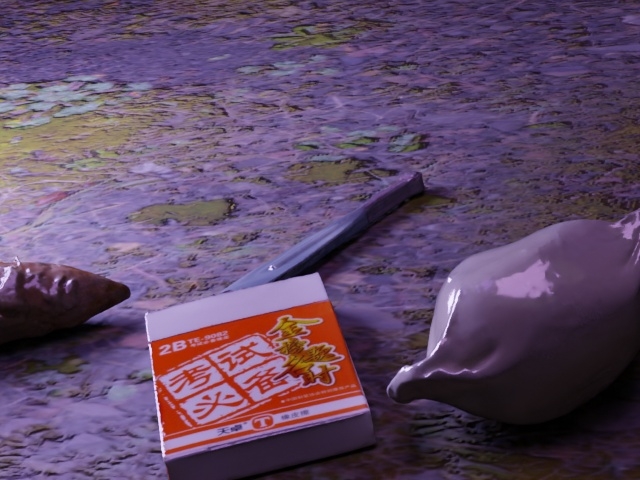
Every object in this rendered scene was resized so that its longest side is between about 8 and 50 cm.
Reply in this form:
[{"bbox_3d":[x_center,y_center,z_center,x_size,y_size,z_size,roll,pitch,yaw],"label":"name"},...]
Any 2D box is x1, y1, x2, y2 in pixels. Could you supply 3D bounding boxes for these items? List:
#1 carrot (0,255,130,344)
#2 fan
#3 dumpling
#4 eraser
[{"bbox_3d":[-0.301,0.062,1.381,0.263,0.102,0.102,-7,26,-4],"label":"carrot"},{"bbox_3d":[0.000,0.000,1.437,0.282,0.023,0.057,-33,14,-39],"label":"fan"},{"bbox_3d":[0.159,0.061,1.139,0.250,0.162,0.132,-29,66,-10],"label":"dumpling"},{"bbox_3d":[-0.055,0.106,1.231,0.157,0.038,0.230,-14,27,-4],"label":"eraser"}]
